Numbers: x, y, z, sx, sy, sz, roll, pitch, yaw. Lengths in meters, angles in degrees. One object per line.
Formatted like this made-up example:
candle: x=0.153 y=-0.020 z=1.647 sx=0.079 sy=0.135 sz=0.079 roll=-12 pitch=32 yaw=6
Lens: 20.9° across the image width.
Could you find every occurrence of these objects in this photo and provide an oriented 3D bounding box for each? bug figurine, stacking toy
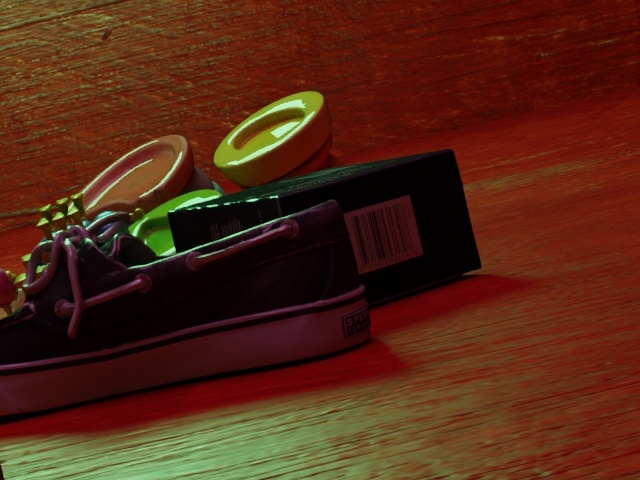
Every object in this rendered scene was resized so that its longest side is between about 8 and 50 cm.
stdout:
bug figurine: x=-0.253 y=0.038 z=1.466 sx=0.216 sy=0.072 sz=0.279 roll=-20 pitch=14 yaw=2
stacking toy: x=-0.124 y=0.006 z=1.665 sx=0.309 sy=0.130 sz=0.279 roll=-12 pitch=31 yaw=41

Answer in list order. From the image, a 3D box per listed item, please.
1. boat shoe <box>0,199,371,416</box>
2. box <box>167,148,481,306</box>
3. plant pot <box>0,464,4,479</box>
boat shoe: x=-0.127 y=0.038 z=1.057 sx=0.306 sy=0.105 sz=0.113 roll=-11 pitch=6 yaw=17
box: x=0.000 y=0.000 z=1.236 sx=0.156 sy=0.093 sz=0.158 roll=-16 pitch=5 yaw=-33
plant pot: x=-0.242 y=0.061 z=0.696 sx=0.201 sy=0.180 sz=0.201 roll=-13 pitch=5 yaw=1
